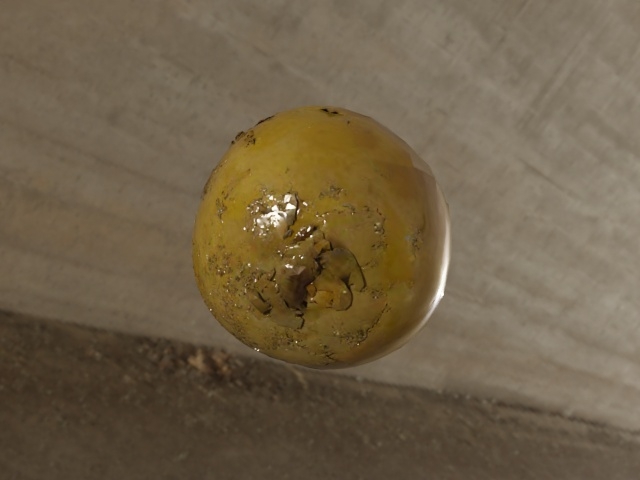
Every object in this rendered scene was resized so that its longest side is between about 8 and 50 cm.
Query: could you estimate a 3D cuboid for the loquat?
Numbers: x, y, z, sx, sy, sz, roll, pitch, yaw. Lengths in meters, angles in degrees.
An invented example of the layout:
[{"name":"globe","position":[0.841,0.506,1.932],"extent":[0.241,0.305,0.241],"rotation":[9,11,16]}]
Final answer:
[{"name":"loquat","position":[0.000,0.000,0.913],"extent":[0.235,0.235,0.235],"rotation":[34,11,-7]}]
